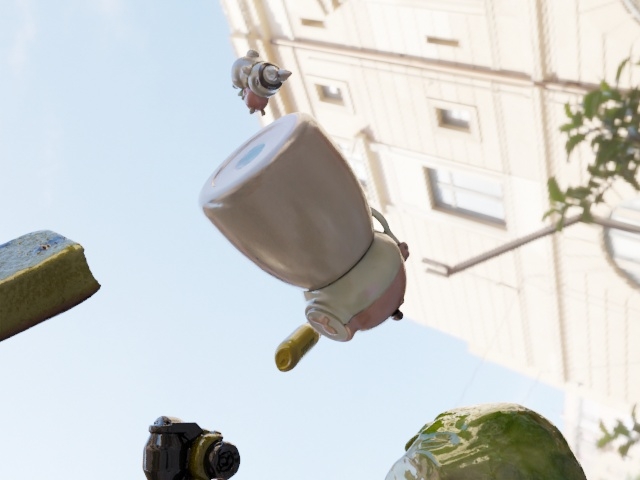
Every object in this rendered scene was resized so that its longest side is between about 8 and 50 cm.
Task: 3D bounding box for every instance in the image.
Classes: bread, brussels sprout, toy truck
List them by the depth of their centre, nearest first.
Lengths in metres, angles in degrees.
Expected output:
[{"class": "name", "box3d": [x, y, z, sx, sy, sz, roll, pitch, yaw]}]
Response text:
[{"class": "bread", "box3d": [-0.277, 0.058, 0.561, 0.226, 0.088, 0.049, -28, -63, -30]}, {"class": "brussels sprout", "box3d": [0.127, 0.190, 0.586, 0.155, 0.118, 0.155, -3, -84, -27]}, {"class": "toy truck", "box3d": [-0.260, 0.440, 1.438, 0.165, 0.147, 0.224, 28, -116, -40]}]

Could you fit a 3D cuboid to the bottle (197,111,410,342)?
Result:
[{"class": "bottle", "box3d": [0.000, 0.000, 0.815, 0.236, 0.148, 0.147, 50, -117, -20]}]

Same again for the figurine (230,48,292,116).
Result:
[{"class": "figurine", "box3d": [-0.094, -0.265, 1.364, 0.081, 0.146, 0.098, -18, -58, -22]}]

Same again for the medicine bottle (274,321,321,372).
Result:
[{"class": "medicine bottle", "box3d": [-0.032, 0.237, 1.966, 0.260, 0.064, 0.094, -37, -30, -58]}]
